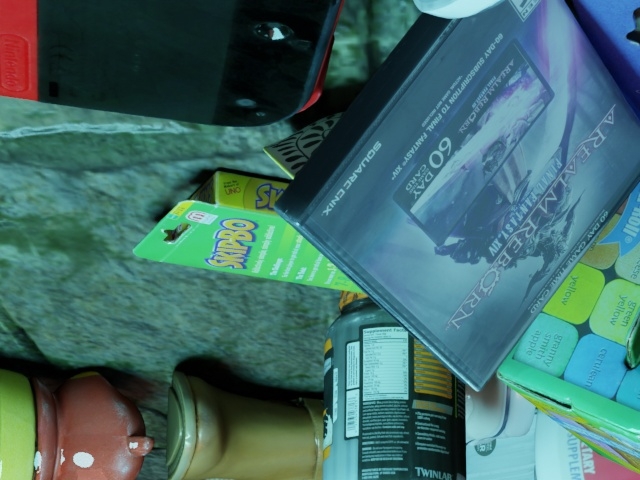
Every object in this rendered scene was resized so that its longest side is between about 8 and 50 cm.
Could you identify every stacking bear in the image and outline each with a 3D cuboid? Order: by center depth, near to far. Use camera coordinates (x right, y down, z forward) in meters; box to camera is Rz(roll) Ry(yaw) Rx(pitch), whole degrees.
[{"bbox_3d":[-0.303,0.181,1.741,0.289,0.164,0.175,3,160,-18],"label":"stacking bear"}]

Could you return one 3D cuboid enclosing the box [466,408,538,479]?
[{"bbox_3d":[0.245,0.234,1.937,0.290,0.087,0.169,-15,155,34],"label":"box"}]

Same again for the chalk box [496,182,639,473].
[{"bbox_3d":[0.251,0.065,1.288,0.179,0.180,0.289,22,171,32],"label":"chalk box"}]

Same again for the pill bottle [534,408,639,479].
[{"bbox_3d":[0.400,0.164,1.550,0.407,0.229,0.229,-15,154,35],"label":"pill bottle"}]

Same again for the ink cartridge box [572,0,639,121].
[{"bbox_3d":[0.304,-0.106,1.071,0.307,0.072,0.303,-7,159,14],"label":"ink cartridge box"}]

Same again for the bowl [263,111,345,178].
[{"bbox_3d":[0.052,-0.032,1.214,0.080,0.170,0.170,-48,148,3],"label":"bowl"}]

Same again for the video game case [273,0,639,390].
[{"bbox_3d":[0.097,-0.037,1.101,0.026,0.196,0.274,35,176,35],"label":"video game case"}]

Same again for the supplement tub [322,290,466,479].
[{"bbox_3d":[0.060,0.131,1.528,0.117,0.190,0.117,1,158,0],"label":"supplement tub"}]

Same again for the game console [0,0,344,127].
[{"bbox_3d":[-0.143,-0.170,0.953,0.342,0.060,0.386,8,158,-5],"label":"game console"}]

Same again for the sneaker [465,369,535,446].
[{"bbox_3d":[0.128,0.138,1.680,0.091,0.094,0.258,0,160,-10],"label":"sneaker"}]

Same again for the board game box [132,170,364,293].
[{"bbox_3d":[0.000,0.000,1.405,0.259,0.039,0.124,7,158,-23],"label":"board game box"}]

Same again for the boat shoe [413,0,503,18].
[{"bbox_3d":[0.135,-0.167,0.875,0.084,0.095,0.258,16,156,-25],"label":"boat shoe"}]

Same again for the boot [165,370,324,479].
[{"bbox_3d":[-0.034,0.192,1.803,0.220,0.109,0.283,2,161,1],"label":"boot"}]
